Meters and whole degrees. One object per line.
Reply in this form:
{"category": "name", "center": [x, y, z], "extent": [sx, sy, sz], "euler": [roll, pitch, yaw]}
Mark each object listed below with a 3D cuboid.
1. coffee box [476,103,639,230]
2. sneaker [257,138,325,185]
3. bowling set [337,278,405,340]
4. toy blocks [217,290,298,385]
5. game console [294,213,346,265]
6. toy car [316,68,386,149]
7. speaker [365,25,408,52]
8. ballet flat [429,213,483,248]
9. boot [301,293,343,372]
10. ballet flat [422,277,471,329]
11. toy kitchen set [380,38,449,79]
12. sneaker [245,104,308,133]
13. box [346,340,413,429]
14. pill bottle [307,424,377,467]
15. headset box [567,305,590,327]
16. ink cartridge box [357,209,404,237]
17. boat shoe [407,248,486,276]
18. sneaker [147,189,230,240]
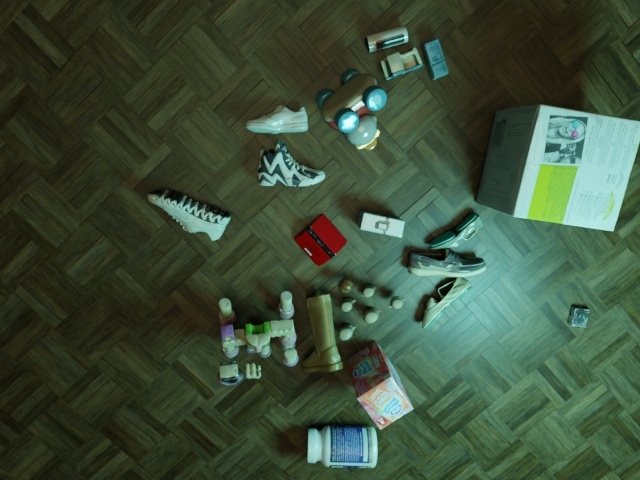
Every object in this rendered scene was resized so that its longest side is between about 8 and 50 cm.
{"category": "coffee box", "center": [0.756, -0.241, 1.627], "extent": [0.334, 0.338, 0.339], "euler": [8, 102, -4]}
{"category": "sneaker", "center": [-0.103, -0.271, 1.713], "extent": [0.234, 0.094, 0.153], "euler": [1, 112, 8]}
{"category": "bowling set", "center": [0.152, 0.219, 1.829], "extent": [0.286, 0.154, 0.200], "euler": [-28, 84, 6]}
{"category": "toy blocks", "center": [-0.221, 0.381, 1.783], "extent": [0.288, 0.309, 0.260], "euler": [-5, 145, -9]}
{"category": "game console", "center": [0.000, 0.000, 1.821], "extent": [0.124, 0.085, 0.144], "euler": [-34, 103, 37]}
{"category": "toy car", "center": [0.138, -0.410, 1.667], "extent": [0.210, 0.219, 0.238], "euler": [-38, 130, 6]}
{"category": "speaker", "center": [0.219, -0.670, 1.656], "extent": [0.136, 0.055, 0.055], "euler": [-15, 103, 1]}
{"category": "ballet flat", "center": [0.499, -0.015, 1.808], "extent": [0.213, 0.072, 0.068], "euler": [-35, 110, 6]}
{"category": "boot", "center": [-0.012, 0.345, 1.849], "extent": [0.089, 0.236, 0.270], "euler": [-7, 81, -39]}
{"category": "ballet flat", "center": [0.453, 0.227, 1.864], "extent": [0.248, 0.086, 0.086], "euler": [-44, 101, 6]}
{"category": "toy kitchen set", "center": [0.318, -0.570, 1.624], "extent": [0.207, 0.166, 0.122], "euler": [-21, 103, 3]}
{"category": "sneaker", "center": [-0.151, -0.417, 1.698], "extent": [0.212, 0.080, 0.094], "euler": [-4, 91, -8]}
{"category": "box", "center": [0.207, 0.514, 1.798], "extent": [0.142, 0.300, 0.154], "euler": [-34, 103, 4]}
{"category": "pill bottle", "center": [0.080, 0.800, 1.934], "extent": [0.264, 0.153, 0.153], "euler": [2, 103, -3]}
{"category": "headset box", "center": [0.994, 0.296, 1.915], "extent": [0.062, 0.032, 0.083], "euler": [7, 101, -4]}
{"category": "ink cartridge box", "center": [0.213, -0.061, 1.765], "extent": [0.150, 0.109, 0.063], "euler": [11, 99, -5]}
{"category": "boat shoe", "center": [0.461, 0.077, 1.812], "extent": [0.285, 0.103, 0.093], "euler": [-2, 108, 4]}
{"category": "sneaker", "center": [-0.469, -0.090, 1.742], "extent": [0.292, 0.110, 0.118], "euler": [22, 110, -6]}
